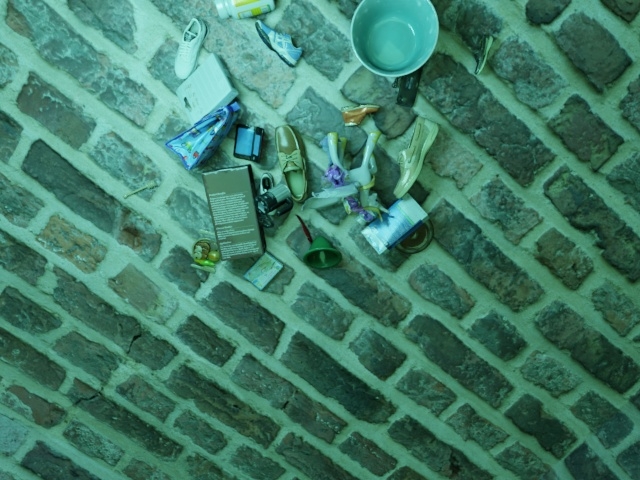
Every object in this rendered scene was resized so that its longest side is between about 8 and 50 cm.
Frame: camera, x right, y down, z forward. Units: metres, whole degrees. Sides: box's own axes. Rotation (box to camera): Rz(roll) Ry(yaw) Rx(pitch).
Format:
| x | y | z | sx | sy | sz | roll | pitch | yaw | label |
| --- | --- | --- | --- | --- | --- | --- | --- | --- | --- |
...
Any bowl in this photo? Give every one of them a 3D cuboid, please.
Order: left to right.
| x | y | z | sx | sy | sz | roll | pitch | yaw | label |
| --- | --- | --- | --- | --- | --- | --- | --- | --- | --- |
| 0.270 | -0.758 | 1.571 | 0.312 | 0.163 | 0.311 | 1 | 101 | 5 | bowl |

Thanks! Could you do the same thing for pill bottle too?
| x | y | z | sx | sy | sz | roll | pitch | yaw | label |
| --- | --- | --- | --- | --- | --- | --- | --- | --- | --- |
| -0.282 | -0.897 | 1.567 | 0.209 | 0.117 | 0.117 | -14 | 105 | 4 | pill bottle |
| 0.208 | -0.122 | 1.809 | 0.067 | 0.067 | 0.120 | 41 | 101 | -10 | pill bottle |

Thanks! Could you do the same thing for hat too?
| x | y | z | sx | sy | sz | roll | pitch | yaw | label |
| --- | --- | --- | --- | --- | --- | --- | --- | --- | --- |
| 0.000 | 0.000 | 1.867 | 0.173 | 0.183 | 0.208 | -11 | 147 | 10 | hat |

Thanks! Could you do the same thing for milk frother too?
| x | y | z | sx | sy | sz | roll | pitch | yaw | label |
| --- | --- | --- | --- | --- | --- | --- | --- | --- | --- |
| -0.193 | -0.138 | 1.721 | 0.129 | 0.135 | 0.143 | 51 | 143 | 3 | milk frother |

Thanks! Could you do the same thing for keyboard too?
| x | y | z | sx | sy | sz | roll | pitch | yaw | label |
| --- | --- | --- | --- | --- | --- | --- | --- | --- | --- |
| 0.344 | -0.637 | 1.690 | 0.108 | 0.023 | 0.180 | 10 | 105 | -9 | keyboard |

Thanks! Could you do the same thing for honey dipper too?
| x | y | z | sx | sy | sz | roll | pitch | yaw | label |
| --- | --- | --- | --- | --- | --- | --- | --- | --- | --- |
| -0.777 | -0.217 | 1.803 | 0.161 | 0.030 | 0.030 | -23 | 104 | 9 | honey dipper |

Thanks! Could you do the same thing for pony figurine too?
| x | y | z | sx | sy | sz | roll | pitch | yaw | label |
| --- | --- | --- | --- | --- | --- | --- | --- | --- | --- |
| 0.104 | -0.242 | 1.685 | 0.352 | 0.303 | 0.362 | -5 | 90 | -15 | pony figurine |

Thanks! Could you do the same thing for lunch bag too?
| x | y | z | sx | sy | sz | roll | pitch | yaw | label |
| --- | --- | --- | --- | --- | --- | --- | --- | --- | --- |
| -0.425 | -0.427 | 1.643 | 0.293 | 0.221 | 0.138 | -39 | 102 | 10 | lunch bag |

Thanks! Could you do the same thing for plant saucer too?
| x | y | z | sx | sy | sz | roll | pitch | yaw | label |
| --- | --- | --- | --- | --- | --- | --- | --- | --- | --- |
| 0.405 | -0.030 | 1.852 | 0.199 | 0.036 | 0.198 | 0 | 105 | 1 | plant saucer |

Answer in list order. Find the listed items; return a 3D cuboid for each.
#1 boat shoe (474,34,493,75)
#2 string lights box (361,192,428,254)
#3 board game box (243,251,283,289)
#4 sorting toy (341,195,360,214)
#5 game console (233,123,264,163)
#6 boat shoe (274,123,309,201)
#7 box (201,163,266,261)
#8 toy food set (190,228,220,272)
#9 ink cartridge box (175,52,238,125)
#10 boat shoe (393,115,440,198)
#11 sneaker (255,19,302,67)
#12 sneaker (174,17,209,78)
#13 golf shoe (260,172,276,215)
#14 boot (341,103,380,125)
| x | y | z | sx | sy | sz | roll | pitch | yaw | label |
| --- | --- | --- | --- | --- | --- | --- | --- | --- | --- |
| 0.629 | -0.728 | 1.651 | 0.049 | 0.056 | 0.152 | 17 | 95 | 0 | boat shoe |
| 0.318 | -0.065 | 1.792 | 0.260 | 0.077 | 0.133 | -40 | 70 | 11 | string lights box |
| -0.258 | 0.136 | 1.902 | 0.103 | 0.026 | 0.154 | 41 | 102 | -10 | board game box |
| 0.131 | -0.166 | 1.816 | 0.083 | 0.045 | 0.075 | -38 | 83 | 10 | sorting toy |
| -0.295 | -0.399 | 1.726 | 0.085 | 0.124 | 0.143 | 1 | 108 | -28 | game console |
| -0.111 | -0.313 | 1.728 | 0.123 | 0.120 | 0.323 | -14 | 105 | 4 | boat shoe |
| -0.358 | -0.118 | 1.773 | 0.191 | 0.143 | 0.380 | -8 | 107 | 0 | box |
| -0.510 | 0.051 | 1.871 | 0.133 | 0.038 | 0.191 | 14 | 105 | -4 | toy food set |
| -0.449 | -0.588 | 1.658 | 0.232 | 0.066 | 0.188 | -34 | 75 | 29 | ink cartridge box |
| 0.369 | -0.338 | 1.730 | 0.110 | 0.121 | 0.340 | 25 | 94 | -2 | boat shoe |
| -0.163 | -0.773 | 1.629 | 0.211 | 0.080 | 0.081 | 40 | 96 | -20 | sneaker |
| -0.513 | -0.742 | 1.622 | 0.090 | 0.095 | 0.234 | 23 | 106 | -8 | sneaker |
| -0.226 | -0.192 | 1.781 | 0.068 | 0.086 | 0.185 | -8 | 107 | 2 | golf shoe |
| 0.167 | -0.512 | 1.709 | 0.158 | 0.059 | 0.084 | -7 | 109 | 11 | boot |
